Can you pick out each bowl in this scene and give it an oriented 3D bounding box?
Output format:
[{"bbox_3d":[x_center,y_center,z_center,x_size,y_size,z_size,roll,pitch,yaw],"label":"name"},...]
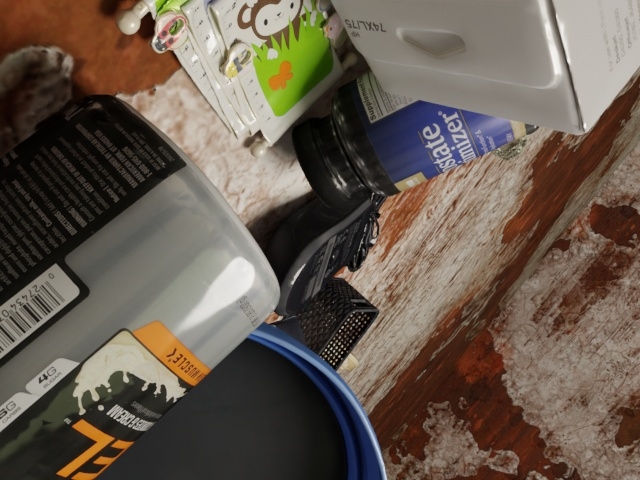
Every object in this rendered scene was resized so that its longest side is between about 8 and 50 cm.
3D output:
[{"bbox_3d":[-0.132,0.244,0.544,0.391,0.391,0.077,-52,-168,6],"label":"bowl"}]

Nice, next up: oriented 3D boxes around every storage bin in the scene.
[{"bbox_3d":[-0.005,0.153,0.904,0.180,0.084,0.122,-56,153,12],"label":"storage bin"}]

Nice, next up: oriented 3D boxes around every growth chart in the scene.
[{"bbox_3d":[-0.044,-0.170,0.474,0.172,0.021,0.237,-49,155,-2],"label":"growth chart"}]

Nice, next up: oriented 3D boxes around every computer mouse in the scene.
[{"bbox_3d":[0.000,0.000,0.730,0.272,0.072,0.188,-36,152,-51],"label":"computer mouse"}]

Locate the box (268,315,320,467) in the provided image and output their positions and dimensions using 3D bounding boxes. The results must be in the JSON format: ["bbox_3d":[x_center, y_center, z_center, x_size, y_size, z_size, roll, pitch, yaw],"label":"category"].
[{"bbox_3d":[-0.083,0.188,0.662,0.156,0.158,0.093,-20,175,14],"label":"box"}]

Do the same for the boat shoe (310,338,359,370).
[{"bbox_3d":[0.022,0.213,1.060,0.059,0.063,0.170,-44,145,-6],"label":"boat shoe"}]

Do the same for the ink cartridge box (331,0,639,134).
[{"bbox_3d":[0.149,-0.248,0.387,0.270,0.198,0.197,-49,132,-10],"label":"ink cartridge box"}]

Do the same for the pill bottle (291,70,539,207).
[{"bbox_3d":[0.088,-0.118,0.560,0.219,0.122,0.123,-25,160,17],"label":"pill bottle"}]

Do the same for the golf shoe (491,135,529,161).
[{"bbox_3d":[0.352,-0.217,0.987,0.086,0.069,0.176,-41,155,-31],"label":"golf shoe"}]

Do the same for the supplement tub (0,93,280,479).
[{"bbox_3d":[-0.197,0.072,0.361,0.316,0.193,0.193,-42,154,-13],"label":"supplement tub"}]
